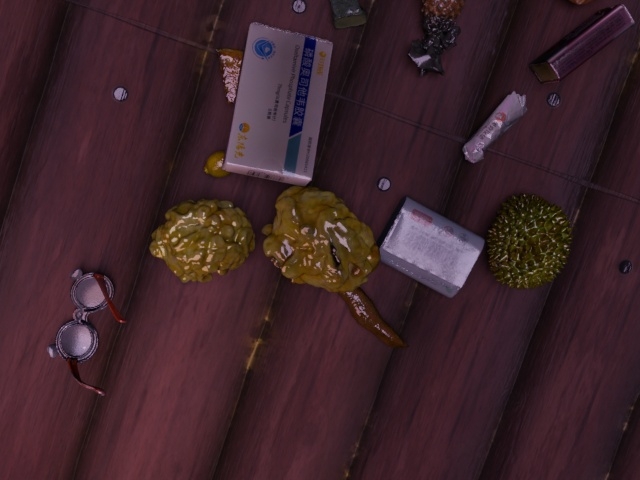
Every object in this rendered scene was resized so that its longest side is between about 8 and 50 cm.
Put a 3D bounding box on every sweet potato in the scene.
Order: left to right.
[{"bbox_3d":[0.116,0.181,1.779,0.067,0.067,0.274,-44,96,2],"label":"sweet potato"}]

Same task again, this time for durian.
[{"bbox_3d":[0.502,0.011,1.740,0.200,0.176,0.237,12,107,12],"label":"durian"}]

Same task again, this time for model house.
[{"bbox_3d":[0.064,-0.552,1.691,0.079,0.066,0.083,-11,80,7],"label":"model house"}]

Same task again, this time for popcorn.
[{"bbox_3d":[-0.268,0.005,1.667,0.235,0.217,0.181,-21,72,4],"label":"popcorn"},{"bbox_3d":[0.000,0.000,1.677,0.286,0.215,0.252,50,129,-4],"label":"popcorn"}]

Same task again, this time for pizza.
[{"bbox_3d":[-0.181,-0.378,1.695,0.178,0.041,0.131,19,89,-9],"label":"pizza"}]

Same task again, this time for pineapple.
[{"bbox_3d":[0.273,-0.504,1.690,0.119,0.111,0.237,14,103,24],"label":"pineapple"}]

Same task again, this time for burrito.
[{"bbox_3d":[0.425,-0.273,1.750,0.064,0.064,0.203,42,91,-8],"label":"burrito"}]

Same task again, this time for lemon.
[{"bbox_3d":[-0.239,-0.180,1.706,0.083,0.062,0.062,-23,98,-3],"label":"lemon"}]

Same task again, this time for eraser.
[{"bbox_3d":[0.262,0.018,1.762,0.227,0.081,0.174,28,98,-8],"label":"eraser"}]

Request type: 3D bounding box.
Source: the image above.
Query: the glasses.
[{"bbox_3d":[-0.532,0.205,1.634,0.118,0.268,0.234,18,94,-25],"label":"glasses"}]

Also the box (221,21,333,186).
[{"bbox_3d":[-0.096,-0.310,1.640,0.200,0.065,0.343,10,78,-11],"label":"box"}]

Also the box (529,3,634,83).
[{"bbox_3d":[0.619,-0.466,1.712,0.224,0.120,0.069,-37,102,-1],"label":"box"}]

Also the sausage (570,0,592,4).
[{"bbox_3d":[0.668,-0.663,1.689,0.241,0.120,0.136,-36,132,3],"label":"sausage"}]
